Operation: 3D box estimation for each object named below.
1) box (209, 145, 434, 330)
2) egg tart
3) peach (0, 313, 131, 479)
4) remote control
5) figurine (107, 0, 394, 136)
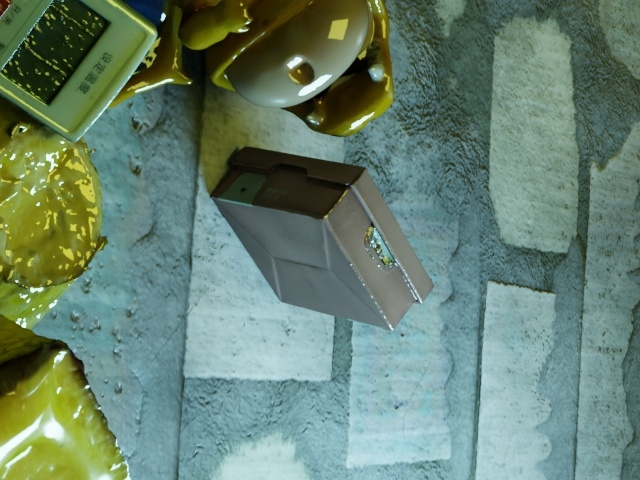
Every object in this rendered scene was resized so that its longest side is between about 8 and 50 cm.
[{"bbox_3d":[0.000,0.000,1.855,0.086,0.215,0.215,-51,131,-24],"label":"box"},{"bbox_3d":[-0.314,-0.034,1.522,0.290,0.115,0.290,1,89,-52],"label":"egg tart"},{"bbox_3d":[-0.341,0.222,1.380,0.306,0.242,0.380,-54,143,-32],"label":"peach"},{"bbox_3d":[-0.325,-0.238,1.416,0.344,0.050,0.145,34,100,-26],"label":"remote control"},{"bbox_3d":[-0.084,-0.316,1.693,0.387,0.268,0.401,31,62,-46],"label":"figurine"}]
